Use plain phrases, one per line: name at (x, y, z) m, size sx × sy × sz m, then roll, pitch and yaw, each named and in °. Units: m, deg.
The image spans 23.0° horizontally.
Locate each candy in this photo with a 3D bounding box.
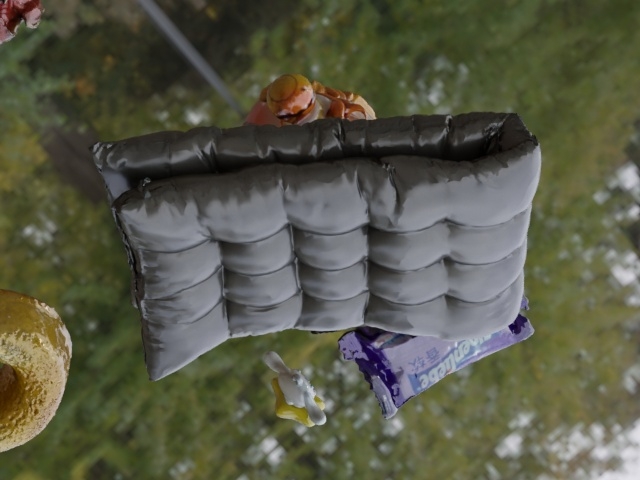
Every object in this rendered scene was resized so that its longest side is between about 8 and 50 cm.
candy at (0.166, 0.131, 2.188) m, size 0.275 × 0.145 × 0.070 m, roll -29°, pitch -158°, yaw -11°

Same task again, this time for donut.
donut at (-0.501, 0.206, 2.347) m, size 0.277 × 0.277 × 0.108 m, roll -38°, pitch -144°, yaw 12°

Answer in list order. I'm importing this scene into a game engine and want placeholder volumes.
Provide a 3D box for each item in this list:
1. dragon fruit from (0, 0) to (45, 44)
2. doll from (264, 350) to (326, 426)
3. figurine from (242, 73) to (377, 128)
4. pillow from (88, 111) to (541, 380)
dragon fruit at (-0.326, -0.244, 1.432) m, size 0.224 × 0.148 × 0.218 m, roll -49°, pitch -147°, yaw -11°
doll at (-0.045, 0.228, 2.413) m, size 0.071 × 0.135 × 0.113 m, roll -35°, pitch -177°, yaw -16°
figurine at (0.003, -0.069, 1.911) m, size 0.196 × 0.320 × 0.323 m, roll -32°, pitch -149°, yaw 5°
pillow at (0.000, 0.000, 1.218) m, size 0.326 × 0.228 × 0.101 m, roll -6°, pitch -125°, yaw -3°
